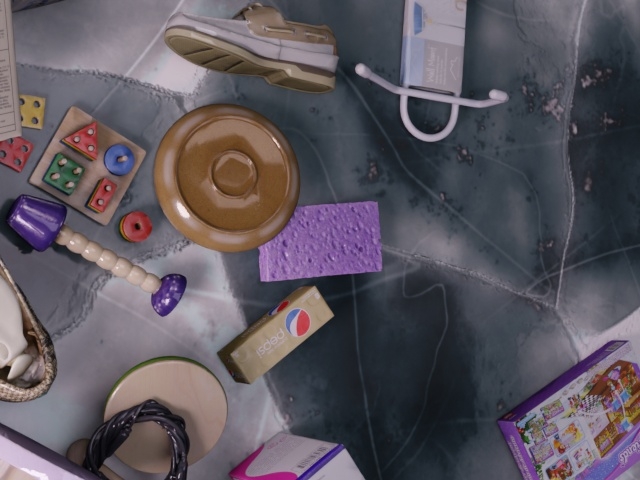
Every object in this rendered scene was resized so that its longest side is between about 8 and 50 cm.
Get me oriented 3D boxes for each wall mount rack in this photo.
[{"bbox_3d":[0.172,-0.349,2.112,0.304,0.130,0.350,6,84,-26],"label":"wall mount rack"}]

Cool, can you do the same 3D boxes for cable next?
[{"bbox_3d":[-0.263,0.314,1.826,0.150,0.047,0.184,4,98,-9],"label":"cable"}]

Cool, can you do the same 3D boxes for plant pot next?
[{"bbox_3d":[-0.138,-0.100,1.977,0.236,0.032,0.236,3,81,-20],"label":"plant pot"}]

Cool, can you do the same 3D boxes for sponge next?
[{"bbox_3d":[0.000,0.000,2.062,0.210,0.031,0.117,-4,89,-27],"label":"sponge"}]

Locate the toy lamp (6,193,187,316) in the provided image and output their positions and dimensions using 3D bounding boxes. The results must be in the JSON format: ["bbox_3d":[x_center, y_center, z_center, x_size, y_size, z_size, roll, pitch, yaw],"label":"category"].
[{"bbox_3d":[-0.329,0.020,1.871,0.275,0.080,0.080,33,73,-23],"label":"toy lamp"}]

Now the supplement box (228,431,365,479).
[{"bbox_3d":[-0.029,0.370,1.923,0.111,0.220,0.114,-37,105,-23],"label":"supplement box"}]

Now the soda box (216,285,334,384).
[{"bbox_3d":[-0.070,0.147,2.004,0.181,0.058,0.061,-38,104,-24],"label":"soda box"}]

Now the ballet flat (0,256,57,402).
[{"bbox_3d":[-0.500,0.015,1.724,0.164,0.182,0.483,-37,103,-23],"label":"ballet flat"}]

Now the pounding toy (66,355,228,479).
[{"bbox_3d":[-0.253,0.259,1.895,0.183,0.110,0.237,34,96,-26],"label":"pounding toy"}]

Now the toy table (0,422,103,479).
[{"bbox_3d":[-0.423,0.348,1.724,0.161,0.274,0.252,-62,147,-9],"label":"toy table"}]

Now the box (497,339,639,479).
[{"bbox_3d":[0.470,0.333,2.269,0.293,0.057,0.201,-29,100,-25],"label":"box"}]

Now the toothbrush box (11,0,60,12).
[{"bbox_3d":[-0.402,-0.489,1.780,0.126,0.216,0.295,-20,96,-26],"label":"toothbrush box"}]

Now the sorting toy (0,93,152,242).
[{"bbox_3d":[-0.344,-0.116,1.885,0.274,0.046,0.132,33,73,-21],"label":"sorting toy"}]

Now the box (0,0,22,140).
[{"bbox_3d":[-0.486,-0.279,1.645,0.148,0.121,0.311,-19,114,-50],"label":"box"}]

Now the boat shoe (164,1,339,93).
[{"bbox_3d":[-0.105,-0.312,1.987,0.302,0.113,0.103,13,80,-37],"label":"boat shoe"}]
